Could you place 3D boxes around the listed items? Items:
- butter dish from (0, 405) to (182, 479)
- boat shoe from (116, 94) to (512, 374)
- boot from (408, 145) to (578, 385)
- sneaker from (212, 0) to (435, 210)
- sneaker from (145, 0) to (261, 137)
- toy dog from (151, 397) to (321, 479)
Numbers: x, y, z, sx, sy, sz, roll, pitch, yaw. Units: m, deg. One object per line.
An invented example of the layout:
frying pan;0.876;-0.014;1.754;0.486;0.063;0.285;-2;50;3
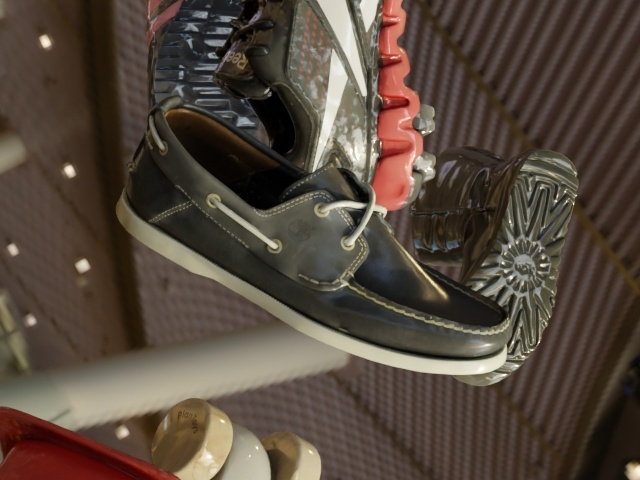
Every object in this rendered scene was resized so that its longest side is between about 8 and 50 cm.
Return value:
butter dish;-0.161;0.208;0.915;0.160;0.118;0.159;17;-47;26
boat shoe;0.000;0.000;0.781;0.233;0.084;0.079;27;-64;11
boot;0.109;0.011;1.098;0.076;0.189;0.208;27;-8;-20
sneaker;-0.006;-0.151;0.937;0.098;0.135;0.276;-163;-113;-71
sneaker;-0.107;-0.195;1.313;0.131;0.112;0.319;147;-50;-65
toy dog;-0.148;0.303;1.434;0.161;0.333;0.220;4;-43;54
